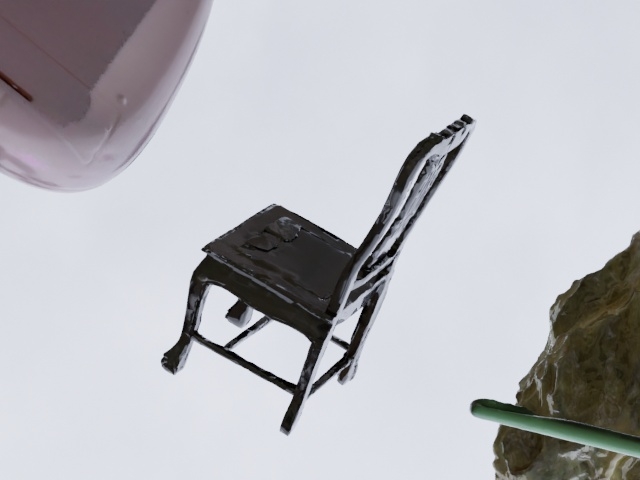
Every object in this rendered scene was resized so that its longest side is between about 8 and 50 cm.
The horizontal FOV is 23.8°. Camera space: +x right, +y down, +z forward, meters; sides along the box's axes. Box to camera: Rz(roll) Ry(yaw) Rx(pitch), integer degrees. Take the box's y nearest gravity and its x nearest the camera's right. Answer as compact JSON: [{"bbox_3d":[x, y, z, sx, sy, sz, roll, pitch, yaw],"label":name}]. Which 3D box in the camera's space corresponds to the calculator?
[{"bbox_3d":[-0.078,-0.072,0.412,0.024,0.103,0.166,-26,-147,44],"label":"calculator"}]

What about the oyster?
[{"bbox_3d":[0.147,0.069,0.700,0.209,0.072,0.133,-40,-103,20],"label":"oyster"}]

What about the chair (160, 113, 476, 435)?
[{"bbox_3d":[0.000,0.000,0.975,0.113,0.229,0.106,29,-153,14],"label":"chair"}]

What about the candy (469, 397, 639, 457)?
[{"bbox_3d":[0.134,0.072,0.451,0.184,0.055,0.049,13,-89,5],"label":"candy"}]
